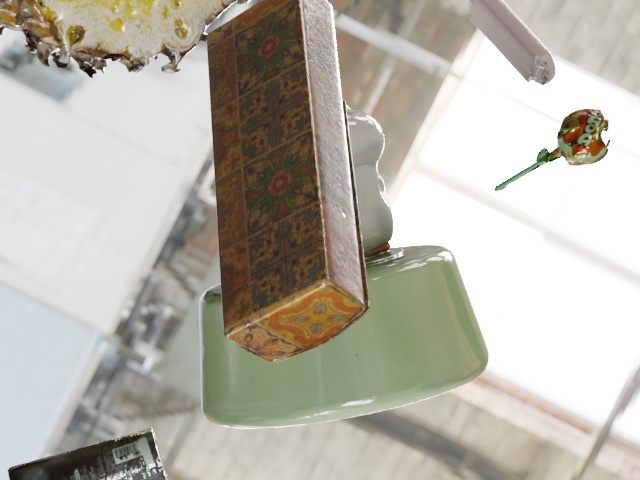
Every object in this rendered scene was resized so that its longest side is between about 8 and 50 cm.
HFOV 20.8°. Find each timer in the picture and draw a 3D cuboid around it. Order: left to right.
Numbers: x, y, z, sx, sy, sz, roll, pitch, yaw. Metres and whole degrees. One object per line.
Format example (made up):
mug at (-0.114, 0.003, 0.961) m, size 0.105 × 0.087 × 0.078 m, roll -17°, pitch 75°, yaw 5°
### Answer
timer at (0.000, 0.000, 1.715) m, size 0.291 × 0.290 × 0.315 m, roll -142°, pitch -138°, yaw -86°

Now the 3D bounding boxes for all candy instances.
candy at (0.210, -0.076, 1.627) m, size 0.056 × 0.049 × 0.184 m, roll -59°, pitch -167°, yaw -27°

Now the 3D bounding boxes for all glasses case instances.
glasses case at (-0.019, -0.042, 0.990) m, size 0.075 × 0.049 × 0.218 m, roll -27°, pitch -131°, yaw 28°

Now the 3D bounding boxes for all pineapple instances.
pineapple at (-0.252, -0.358, 1.867) m, size 0.300 × 0.352 × 0.352 m, roll 30°, pitch -85°, yaw 48°

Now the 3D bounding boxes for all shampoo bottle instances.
shampoo bottle at (-0.252, 0.238, 1.673) m, size 0.063 × 0.207 × 0.057 m, roll 75°, pitch -6°, yaw -48°

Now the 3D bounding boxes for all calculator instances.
calculator at (0.263, -0.286, 2.432) m, size 0.032 × 0.175 × 0.100 m, roll -39°, pitch 169°, yaw -8°
